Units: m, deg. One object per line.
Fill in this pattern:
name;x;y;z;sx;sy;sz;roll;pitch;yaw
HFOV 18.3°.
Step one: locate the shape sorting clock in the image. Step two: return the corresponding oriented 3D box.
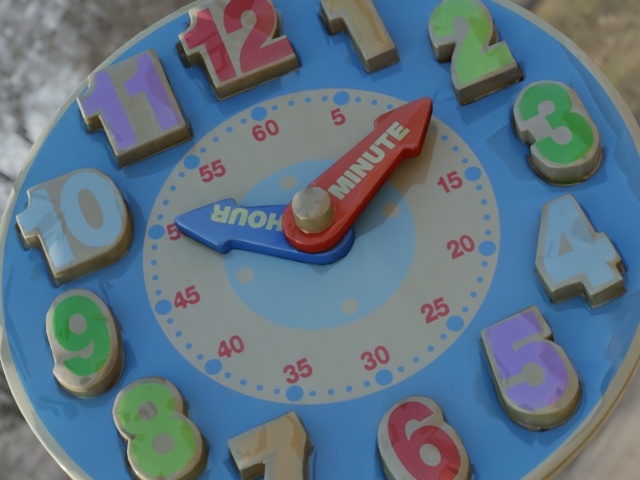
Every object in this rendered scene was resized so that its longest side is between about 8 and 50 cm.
shape sorting clock;0.000;0.000;0.602;0.206;0.206;0.040;-56;-27;-23
